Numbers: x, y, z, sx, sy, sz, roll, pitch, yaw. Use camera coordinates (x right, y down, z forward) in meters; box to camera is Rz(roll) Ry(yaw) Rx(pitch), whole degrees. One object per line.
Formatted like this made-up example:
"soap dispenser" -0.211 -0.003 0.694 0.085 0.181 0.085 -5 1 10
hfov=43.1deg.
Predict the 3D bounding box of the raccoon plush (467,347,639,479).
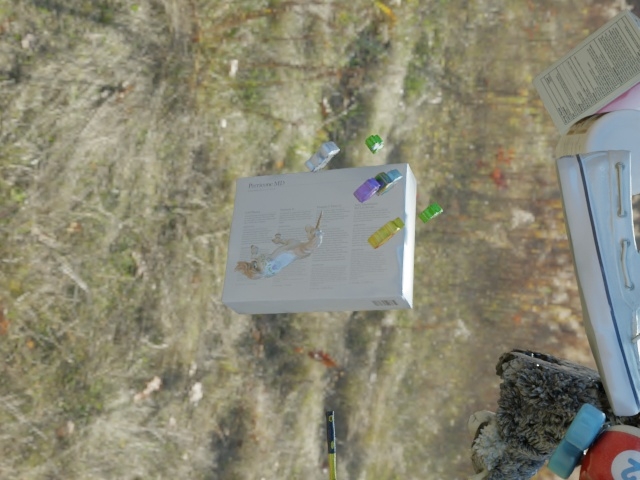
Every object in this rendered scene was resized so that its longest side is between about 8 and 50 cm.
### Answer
"raccoon plush" 0.443 0.389 1.506 0.216 0.446 0.299 13 94 -24

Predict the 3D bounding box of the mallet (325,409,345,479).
"mallet" 0.032 0.449 1.686 0.039 0.062 0.189 -176 -91 -67

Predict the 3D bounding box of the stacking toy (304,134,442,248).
"stacking toy" 0.087 -0.081 1.246 0.167 0.052 0.221 51 30 10

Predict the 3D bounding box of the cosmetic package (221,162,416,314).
"cosmetic package" 0.000 0.000 1.648 0.097 0.377 0.284 48 43 -61

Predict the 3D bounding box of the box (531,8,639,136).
"box" 0.572 -0.320 1.622 0.127 0.232 0.148 8 54 -46

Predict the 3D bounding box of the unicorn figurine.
"unicorn figurine" -0.059 0.017 1.342 0.162 0.111 0.060 -46 117 -11

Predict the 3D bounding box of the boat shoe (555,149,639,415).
"boat shoe" 0.432 0.048 1.107 0.136 0.156 0.367 36 45 -69

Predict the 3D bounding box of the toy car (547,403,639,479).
"toy car" 0.448 0.430 1.279 0.238 0.219 0.210 -44 154 -33

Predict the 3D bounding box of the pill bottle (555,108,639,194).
"pill bottle" 0.462 -0.143 1.317 0.229 0.131 0.131 -73 165 -84
